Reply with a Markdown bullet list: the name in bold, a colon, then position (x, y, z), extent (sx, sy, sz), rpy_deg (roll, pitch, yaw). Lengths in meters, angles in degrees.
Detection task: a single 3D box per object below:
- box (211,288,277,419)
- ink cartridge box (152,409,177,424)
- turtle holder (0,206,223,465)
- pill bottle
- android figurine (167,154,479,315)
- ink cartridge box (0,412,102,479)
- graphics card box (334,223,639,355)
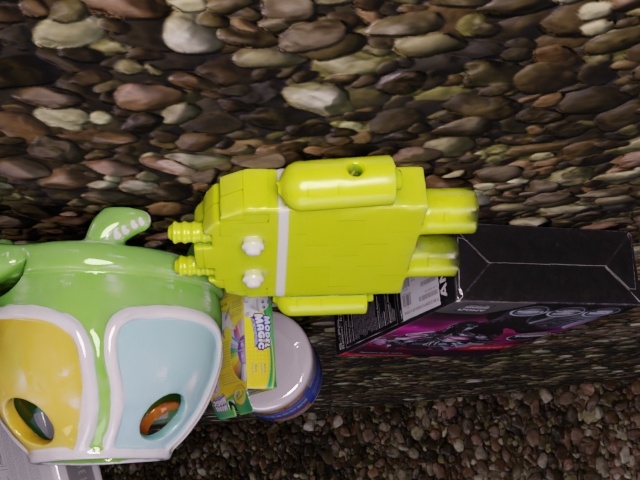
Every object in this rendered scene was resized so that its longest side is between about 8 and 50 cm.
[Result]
- **box**: position (-0.092, 0.111, 0.990), extent (0.043, 0.179, 0.105), rpy_deg (7, 162, -29)
- **ink cartridge box**: position (-0.276, 0.166, 1.184), extent (0.092, 0.160, 0.219), rpy_deg (-8, 164, 14)
- **turtle holder**: position (-0.227, 0.100, 0.846), extent (0.243, 0.228, 0.320), rpy_deg (-4, 164, 8)
- **pill bottle**: position (-0.075, 0.210, 1.384), extent (0.152, 0.153, 0.272), rpy_deg (-4, 163, 4)
- **android figurine**: position (0.000, 0.000, 0.789), extent (0.272, 0.056, 0.248), rpy_deg (-2, 151, -7)
- **ink cartridge box**: position (-0.374, 0.195, 1.061), extent (0.060, 0.275, 0.238), rpy_deg (-12, 174, -42)
- **graphics card box**: position (0.183, 0.075, 1.067), extent (0.232, 0.094, 0.371), rpy_deg (3, 162, -19)
